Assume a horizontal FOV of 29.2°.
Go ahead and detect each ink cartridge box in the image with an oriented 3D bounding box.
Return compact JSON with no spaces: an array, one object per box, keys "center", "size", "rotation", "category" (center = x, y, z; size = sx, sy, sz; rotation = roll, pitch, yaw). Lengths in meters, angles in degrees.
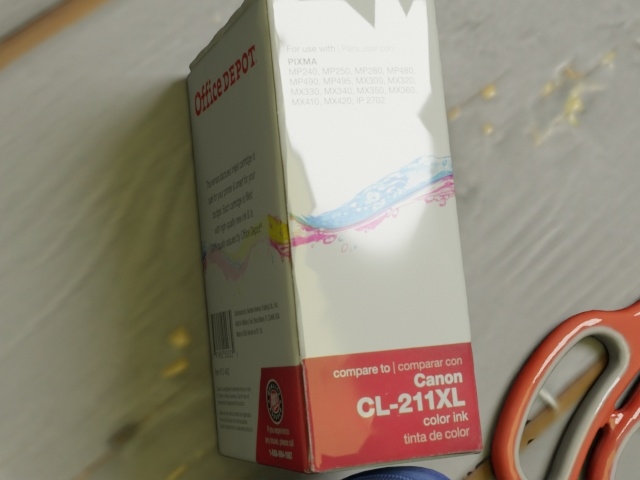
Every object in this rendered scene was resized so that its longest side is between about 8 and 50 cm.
[{"center":[0.000,0.000,0.500],"size":[0.072,0.127,0.175],"rotation":[-3,85,-19],"category":"ink cartridge box"}]

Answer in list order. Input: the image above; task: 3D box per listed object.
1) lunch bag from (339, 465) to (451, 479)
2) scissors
[{"center":[0.034,0.204,0.473],"size":[0.219,0.090,0.176],"rotation":[44,117,-6],"category":"lunch bag"},{"center":[0.188,0.014,0.612],"size":[0.109,0.021,0.297],"rotation":[34,77,-9],"category":"scissors"}]
